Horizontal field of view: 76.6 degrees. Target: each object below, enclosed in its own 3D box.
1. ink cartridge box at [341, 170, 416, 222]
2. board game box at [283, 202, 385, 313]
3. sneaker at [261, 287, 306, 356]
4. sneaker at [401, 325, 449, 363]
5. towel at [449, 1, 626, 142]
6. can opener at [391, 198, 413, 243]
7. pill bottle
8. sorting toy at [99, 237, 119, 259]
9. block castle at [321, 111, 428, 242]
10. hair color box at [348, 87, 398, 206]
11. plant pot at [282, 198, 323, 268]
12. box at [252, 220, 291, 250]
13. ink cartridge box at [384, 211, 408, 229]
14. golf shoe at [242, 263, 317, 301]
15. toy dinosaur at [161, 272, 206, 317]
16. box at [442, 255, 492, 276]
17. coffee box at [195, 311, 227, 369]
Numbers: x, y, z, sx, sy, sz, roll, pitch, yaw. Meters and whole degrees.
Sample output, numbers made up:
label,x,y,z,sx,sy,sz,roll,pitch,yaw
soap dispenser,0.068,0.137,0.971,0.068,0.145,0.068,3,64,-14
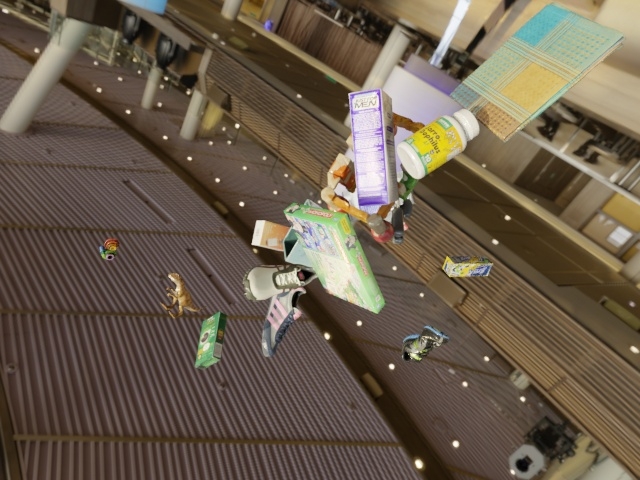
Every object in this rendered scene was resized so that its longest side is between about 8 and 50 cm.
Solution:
label,x,y,z,sx,sy,sz,roll,pitch,yaw
ink cartridge box,0.277,-0.207,1.955,0.065,0.332,0.166,-9,-96,-67
board game box,0.040,0.049,1.109,0.213,0.318,0.046,16,-129,46
sneaker,-0.149,0.323,1.667,0.130,0.319,0.112,6,161,18
sneaker,0.261,0.270,1.024,0.067,0.188,0.078,31,-123,-3
towel,0.594,-0.483,1.159,0.040,0.370,0.272,28,-154,-48
can opener,0.340,-0.096,1.670,0.095,0.076,0.284,2,-141,7
pill bottle,0.330,-0.274,1.134,0.118,0.208,0.117,58,180,0
sorting toy,-0.771,0.040,1.482,0.061,0.102,0.042,1,-143,-39
block castle,0.234,-0.251,1.547,0.302,0.454,0.213,31,178,25
hair color box,0.174,-0.286,1.285,0.109,0.339,0.185,-1,-171,20
plant pot,0.000,0.000,1.844,0.252,0.248,0.247,27,-166,-17
box,-0.250,-0.023,2.104,0.170,0.130,0.091,14,174,-35
ink cartridge box,0.363,-0.151,2.157,0.218,0.092,0.159,40,-156,-41
golf shoe,-0.119,0.112,1.233,0.272,0.120,0.105,-10,-95,-56
toy dinosaur,-0.424,0.193,1.268,0.064,0.212,0.112,30,-122,36
box,0.544,0.094,1.499,0.168,0.059,0.054,1,-148,-16
coffee box,-0.398,0.364,1.486,0.040,0.113,0.184,33,-142,-34
